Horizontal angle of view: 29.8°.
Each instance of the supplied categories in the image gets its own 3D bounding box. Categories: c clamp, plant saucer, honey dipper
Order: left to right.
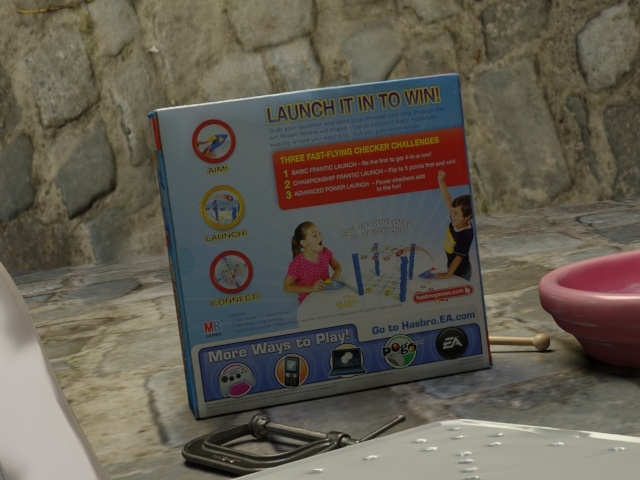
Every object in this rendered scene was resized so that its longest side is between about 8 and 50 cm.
[{"bbox_3d":[-0.031,0.169,1.003,0.161,0.022,0.137,0,14,43],"label":"c clamp"},{"bbox_3d":[0.171,0.108,1.305,0.161,0.030,0.030,-1,8,26],"label":"honey dipper"},{"bbox_3d":[0.389,0.062,1.204,0.332,0.084,0.332,-8,6,1],"label":"plant saucer"}]

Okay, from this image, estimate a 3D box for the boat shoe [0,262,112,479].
[{"bbox_3d":[-0.120,0.161,0.453,0.127,0.158,0.340,-10,48,-23],"label":"boat shoe"}]

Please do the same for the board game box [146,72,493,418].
[{"bbox_3d":[0.000,0.000,1.210,0.308,0.301,0.086,-8,6,-12],"label":"board game box"}]

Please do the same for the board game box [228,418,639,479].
[{"bbox_3d":[0.085,0.165,0.603,0.390,0.050,0.390,-7,3,-42],"label":"board game box"}]
